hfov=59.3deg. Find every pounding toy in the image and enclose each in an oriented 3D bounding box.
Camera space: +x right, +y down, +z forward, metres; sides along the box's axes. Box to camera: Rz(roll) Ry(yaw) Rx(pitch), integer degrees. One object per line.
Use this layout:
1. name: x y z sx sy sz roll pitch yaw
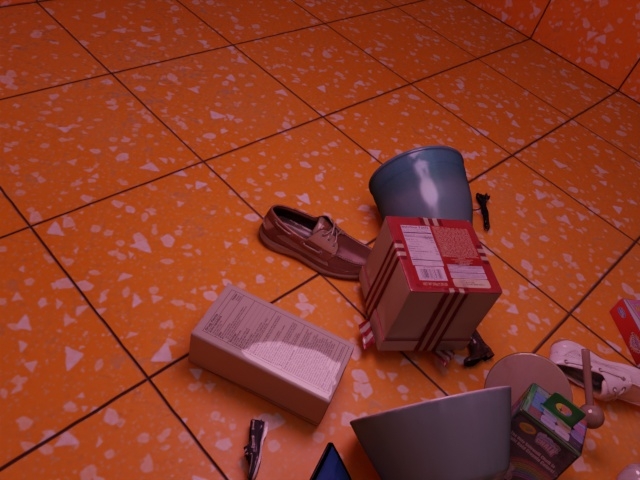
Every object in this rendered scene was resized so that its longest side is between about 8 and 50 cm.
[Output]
1. pounding toy: 0.494 0.340 1.264 0.236 0.110 0.183 -11 77 19

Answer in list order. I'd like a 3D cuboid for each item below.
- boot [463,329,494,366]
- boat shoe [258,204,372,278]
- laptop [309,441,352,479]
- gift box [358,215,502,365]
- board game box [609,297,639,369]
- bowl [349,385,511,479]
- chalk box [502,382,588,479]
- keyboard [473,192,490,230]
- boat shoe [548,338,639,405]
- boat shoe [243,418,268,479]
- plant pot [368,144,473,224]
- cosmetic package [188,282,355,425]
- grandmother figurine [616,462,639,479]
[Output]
1. boot: 0.357 0.246 1.370 0.106 0.037 0.114 -4 51 -38
2. boat shoe: 0.000 0.000 1.436 0.324 0.117 0.123 18 45 0
3. laptop: 0.069 0.523 0.943 0.264 0.137 0.234 28 46 9
4. gift box: 0.229 0.126 1.288 0.254 0.258 0.277 6 47 -12
5. board game box: 0.946 0.305 1.481 0.242 0.064 0.317 6 46 -12
6. bowl: 0.223 0.385 1.045 0.311 0.311 0.163 -5 68 -21
7. chalk box: 0.434 0.385 1.117 0.132 0.213 0.132 39 27 18
8. keyboard: 0.429 -0.093 1.724 0.201 0.033 0.317 9 46 -1
9. boat shoe: 0.681 0.342 1.345 0.276 0.098 0.096 23 45 18
10. boat shoe: -0.127 0.396 1.067 0.038 0.046 0.125 14 42 -4
11. plant pot: 0.290 -0.073 1.511 0.271 0.272 0.256 -3 62 -20
12. cosmetic package: -0.102 0.236 1.182 0.309 0.113 0.160 25 45 8
13. grandmother figurine: 0.799 0.514 1.219 0.342 0.104 0.208 -3 21 -16
